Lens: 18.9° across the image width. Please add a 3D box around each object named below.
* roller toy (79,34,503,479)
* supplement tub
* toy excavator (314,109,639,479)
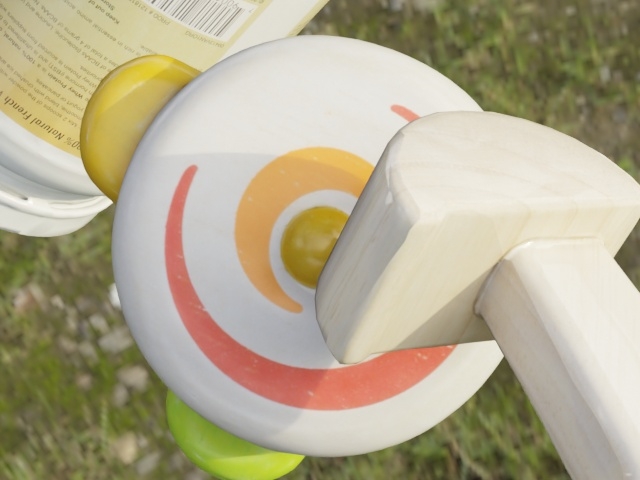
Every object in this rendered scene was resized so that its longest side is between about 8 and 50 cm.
[{"bbox_3d":[0.000,0.000,0.899,0.191,0.146,0.209,-17,90,-1],"label":"roller toy"},{"bbox_3d":[-0.132,-0.172,1.234,0.316,0.228,0.228,-44,41,30],"label":"supplement tub"},{"bbox_3d":[0.102,0.165,0.594,0.433,0.222,0.445,38,34,15],"label":"toy excavator"}]
